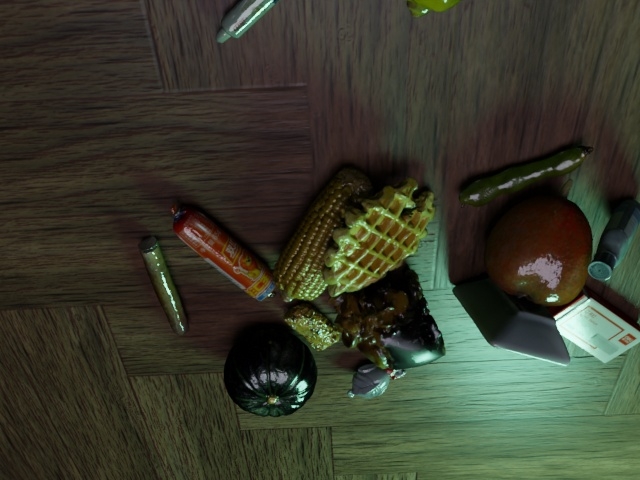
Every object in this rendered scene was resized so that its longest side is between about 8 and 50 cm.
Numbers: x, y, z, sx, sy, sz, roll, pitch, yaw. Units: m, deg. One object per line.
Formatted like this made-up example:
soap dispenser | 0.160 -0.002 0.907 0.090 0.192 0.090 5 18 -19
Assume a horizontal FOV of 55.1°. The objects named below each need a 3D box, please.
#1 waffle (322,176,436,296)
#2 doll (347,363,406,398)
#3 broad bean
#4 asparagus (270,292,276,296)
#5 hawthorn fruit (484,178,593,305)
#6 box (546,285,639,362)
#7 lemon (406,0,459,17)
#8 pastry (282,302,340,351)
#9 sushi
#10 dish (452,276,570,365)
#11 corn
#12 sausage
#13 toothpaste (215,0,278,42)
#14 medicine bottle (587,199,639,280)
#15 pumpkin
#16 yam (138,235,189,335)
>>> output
waffle | 0.116 0.000 1.171 0.261 0.056 0.250 -27 142 -27
doll | 0.143 0.332 1.502 0.180 0.079 0.094 -33 108 8
broad bean | 0.382 -0.120 1.155 0.256 0.053 0.052 -20 88 14
asparagus | -0.165 0.086 1.332 0.166 0.016 0.013 30 89 -21
hawthorn fruit | 0.433 0.001 1.178 0.199 0.199 0.251 13 114 -11
box | 0.626 0.193 1.410 0.229 0.050 0.123 31 121 -24
lemon | 0.182 -0.456 0.745 0.285 0.285 0.316 -11 109 7
pastry | -0.019 0.194 1.396 0.080 0.056 0.140 -31 125 11
sushi | 0.137 0.174 1.308 0.204 0.213 0.200 -18 105 -4
dish | 0.397 0.144 1.260 0.181 0.243 0.080 16 110 -14
corn | 0.000 0.000 1.203 0.119 0.119 0.322 19 121 -15
sausage | -0.201 0.020 1.243 0.074 0.074 0.274 -35 121 24
toothpaste | -0.079 -0.386 0.943 0.233 0.038 0.060 -37 124 22
medicine bottle | 0.560 0.002 1.167 0.053 0.208 0.090 24 134 27
pumpkin | -0.115 0.307 1.417 0.220 0.162 0.221 -4 130 -5
yam | -0.335 0.105 1.323 0.046 0.046 0.264 -6 128 4
